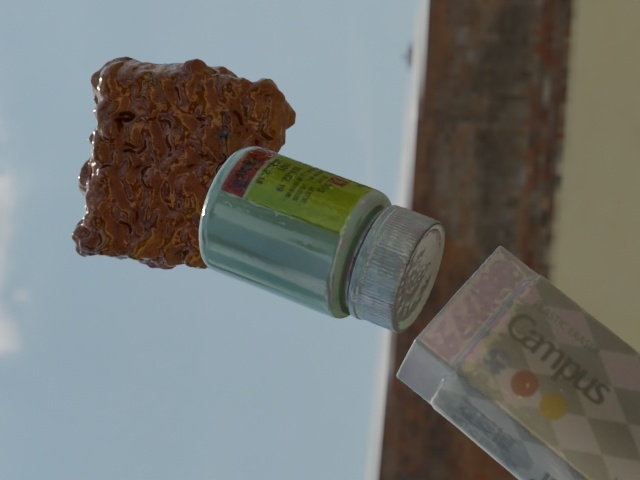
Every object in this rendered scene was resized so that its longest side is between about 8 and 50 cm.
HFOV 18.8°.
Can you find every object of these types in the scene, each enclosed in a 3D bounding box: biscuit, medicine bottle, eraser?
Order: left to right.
[{"bbox_3d":[-0.206,-0.111,2.869,0.110,0.318,0.312,32,-115,-81],"label":"biscuit"},{"bbox_3d":[0.000,0.000,1.972,0.139,0.225,0.139,-53,-25,-38],"label":"medicine bottle"},{"bbox_3d":[0.309,0.210,2.421,0.213,0.397,0.082,-48,-15,-12],"label":"eraser"}]
